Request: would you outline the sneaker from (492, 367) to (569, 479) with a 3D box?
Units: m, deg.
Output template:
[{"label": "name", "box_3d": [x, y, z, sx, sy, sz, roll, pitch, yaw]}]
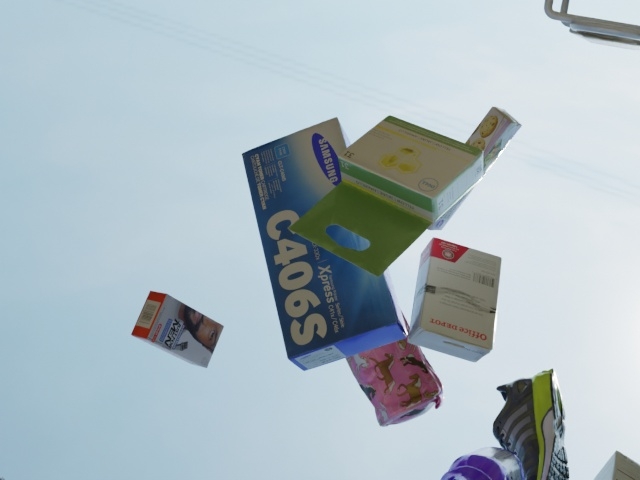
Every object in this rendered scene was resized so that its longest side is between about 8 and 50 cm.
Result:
[{"label": "sneaker", "box_3d": [0.372, 0.370, 1.494, 0.121, 0.111, 0.300, -14, -142, 27]}]

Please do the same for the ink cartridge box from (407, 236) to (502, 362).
[{"label": "ink cartridge box", "box_3d": [0.191, 0.085, 1.186, 0.109, 0.063, 0.150, 17, -120, -7]}]

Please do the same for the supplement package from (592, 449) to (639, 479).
[{"label": "supplement package", "box_3d": [0.569, 0.500, 1.568, 0.105, 0.105, 0.179, 32, -154, 12]}]

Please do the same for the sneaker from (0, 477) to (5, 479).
[{"label": "sneaker", "box_3d": [-0.256, 0.290, 0.662, 0.112, 0.299, 0.121, -39, -177, -11]}]

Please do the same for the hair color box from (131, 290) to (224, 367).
[{"label": "hair color box", "box_3d": [-0.268, 0.170, 1.583, 0.053, 0.093, 0.167, 8, 160, 39]}]

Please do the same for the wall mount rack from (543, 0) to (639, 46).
[{"label": "wall mount rack", "box_3d": [0.495, -0.342, 1.216, 0.304, 0.130, 0.350, 15, -164, 19]}]

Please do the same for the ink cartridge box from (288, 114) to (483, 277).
[{"label": "ink cartridge box", "box_3d": [0.089, -0.070, 1.150, 0.171, 0.056, 0.235, 28, -126, 34]}]

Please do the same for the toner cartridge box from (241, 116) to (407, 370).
[{"label": "toner cartridge box", "box_3d": [0.000, 0.000, 1.234, 0.165, 0.075, 0.347, -20, -117, 9]}]

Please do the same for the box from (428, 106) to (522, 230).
[{"label": "box", "box_3d": [0.339, -0.163, 1.942, 0.063, 0.324, 0.067, 0, -137, -51]}]

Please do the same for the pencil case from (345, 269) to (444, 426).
[{"label": "pencil case", "box_3d": [0.137, 0.231, 1.902, 0.160, 0.167, 0.386, -10, -115, -33]}]

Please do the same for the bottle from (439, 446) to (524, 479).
[{"label": "bottle", "box_3d": [0.231, 0.372, 1.224, 0.092, 0.118, 0.283, 3, 173, 24]}]
